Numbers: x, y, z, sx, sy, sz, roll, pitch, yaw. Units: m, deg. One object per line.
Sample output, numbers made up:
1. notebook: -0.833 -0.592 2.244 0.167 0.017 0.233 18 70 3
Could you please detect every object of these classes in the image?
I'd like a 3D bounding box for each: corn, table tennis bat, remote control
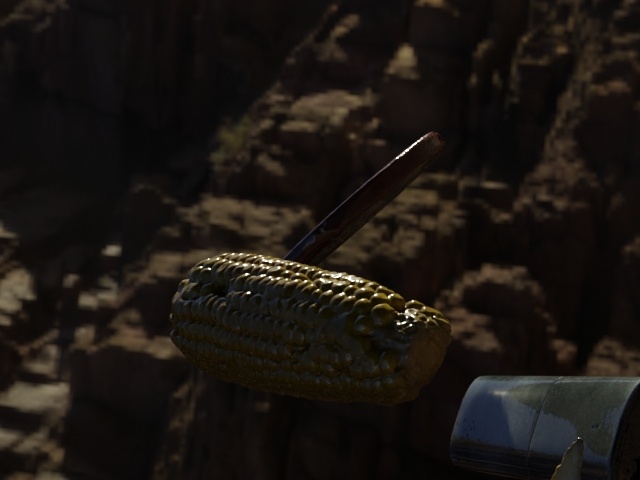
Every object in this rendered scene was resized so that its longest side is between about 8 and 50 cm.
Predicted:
1. corn: -0.017 0.061 0.960 0.097 0.262 0.097 -4 -84 -40
2. table tennis bat: 0.000 0.000 1.683 0.415 0.051 0.268 -40 -3 -29
3. remote control: 0.217 0.182 1.352 0.377 0.044 0.107 161 125 -73

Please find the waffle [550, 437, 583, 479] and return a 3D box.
1. waffle: 0.115 0.225 0.956 0.032 0.125 0.191 48 143 41
